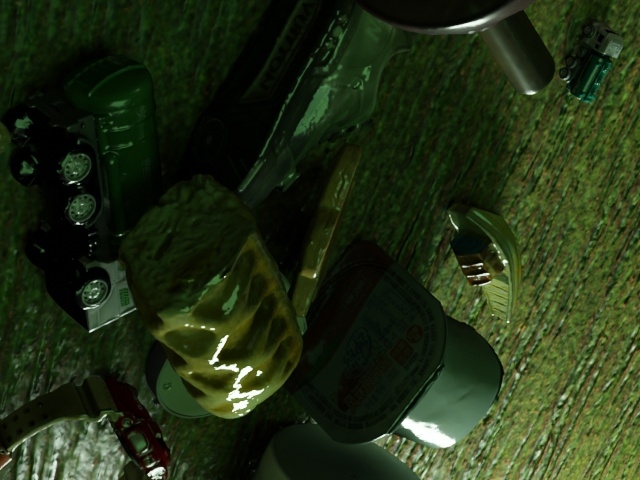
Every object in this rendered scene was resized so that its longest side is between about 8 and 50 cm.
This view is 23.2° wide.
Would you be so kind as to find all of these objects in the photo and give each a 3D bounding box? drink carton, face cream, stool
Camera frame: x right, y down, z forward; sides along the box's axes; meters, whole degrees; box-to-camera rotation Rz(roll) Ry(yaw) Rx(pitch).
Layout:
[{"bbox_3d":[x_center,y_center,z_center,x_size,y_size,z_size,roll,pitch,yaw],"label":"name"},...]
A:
[{"bbox_3d":[0.087,0.141,1.699,0.185,0.191,0.189,-51,142,3],"label":"drink carton"},{"bbox_3d":[0.000,0.336,1.754,0.201,0.201,0.187,7,116,-39],"label":"face cream"},{"bbox_3d":[0.157,-0.283,1.388,0.272,0.272,0.178,-51,144,6],"label":"stool"}]

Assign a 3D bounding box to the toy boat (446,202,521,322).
[{"bbox_3d":[0.186,0.022,1.759,0.066,0.065,0.172,-45,132,-19],"label":"toy boat"}]

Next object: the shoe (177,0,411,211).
[{"bbox_3d":[-0.015,-0.112,1.485,0.149,0.109,0.293,19,108,-42],"label":"shoe"}]

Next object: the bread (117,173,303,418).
[{"bbox_3d":[-0.092,0.062,1.418,0.267,0.130,0.152,68,35,-57],"label":"bread"}]

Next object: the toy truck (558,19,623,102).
[{"bbox_3d":[0.297,-0.194,1.698,0.039,0.044,0.083,9,115,-43],"label":"toy truck"}]

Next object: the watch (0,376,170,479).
[{"bbox_3d":[-0.284,0.241,1.571,0.268,0.102,0.165,-21,124,-11],"label":"watch"}]

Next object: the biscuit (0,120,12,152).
[{"bbox_3d":[-0.386,-0.047,1.313,0.265,0.040,0.188,-16,128,-25],"label":"biscuit"}]

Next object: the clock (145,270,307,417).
[{"bbox_3d":[-0.087,0.100,1.620,0.172,0.064,0.198,-4,124,-33],"label":"clock"}]

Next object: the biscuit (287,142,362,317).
[{"bbox_3d":[0.000,0.000,1.544,0.234,0.030,0.153,102,10,-76],"label":"biscuit"}]

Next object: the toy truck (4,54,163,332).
[{"bbox_3d":[-0.200,-0.045,1.409,0.125,0.101,0.242,-24,131,-31],"label":"toy truck"}]
